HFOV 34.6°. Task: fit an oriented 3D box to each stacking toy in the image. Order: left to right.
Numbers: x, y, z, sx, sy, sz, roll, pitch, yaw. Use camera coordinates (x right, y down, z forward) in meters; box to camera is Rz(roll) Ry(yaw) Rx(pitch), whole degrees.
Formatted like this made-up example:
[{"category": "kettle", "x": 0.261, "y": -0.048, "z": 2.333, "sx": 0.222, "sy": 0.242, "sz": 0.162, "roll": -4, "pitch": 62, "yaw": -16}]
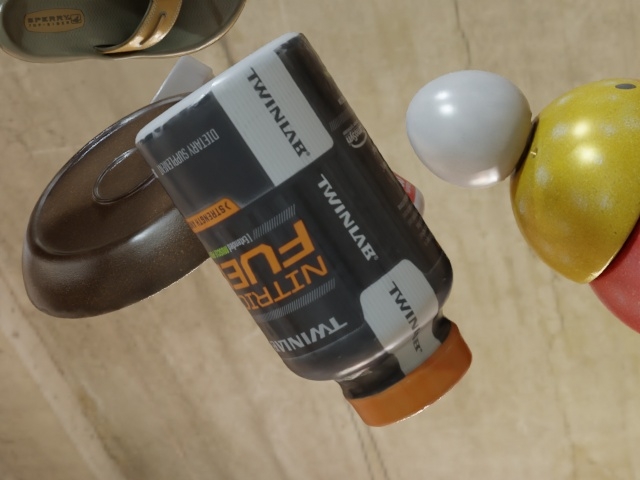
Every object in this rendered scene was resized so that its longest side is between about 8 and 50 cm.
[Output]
[{"category": "stacking toy", "x": 0.312, "y": -0.047, "z": 1.010, "sx": 0.350, "sy": 0.480, "sz": 0.350, "roll": -160, "pitch": 90, "yaw": -86}]

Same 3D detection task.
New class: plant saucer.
[{"category": "plant saucer", "x": -0.180, "y": -0.054, "z": 1.030, "sx": 0.050, "sy": 0.311, "sz": 0.310, "roll": 55, "pitch": -145, "yaw": -35}]

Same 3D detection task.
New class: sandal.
[{"category": "sandal", "x": -0.134, "y": -0.160, "z": 0.706, "sx": 0.049, "sy": 0.180, "sz": 0.072, "roll": 171, "pitch": 88, "yaw": -75}]

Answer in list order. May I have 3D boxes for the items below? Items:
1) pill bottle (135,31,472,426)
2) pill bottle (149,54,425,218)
[{"category": "pill bottle", "x": 0.000, "y": 0.000, "z": 0.668, "sx": 0.245, "sy": 0.130, "sz": 0.130, "roll": 56, "pitch": -153, "yaw": -9}, {"category": "pill bottle", "x": -0.066, "y": -0.069, "z": 1.323, "sx": 0.363, "sy": 0.210, "sz": 0.210, "roll": 32, "pitch": -140, "yaw": -10}]
